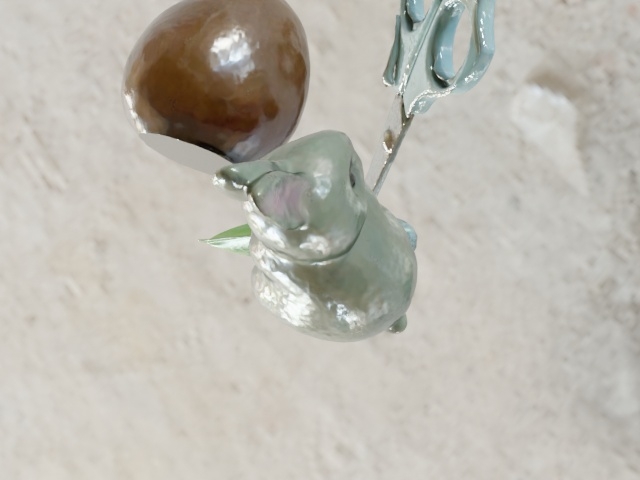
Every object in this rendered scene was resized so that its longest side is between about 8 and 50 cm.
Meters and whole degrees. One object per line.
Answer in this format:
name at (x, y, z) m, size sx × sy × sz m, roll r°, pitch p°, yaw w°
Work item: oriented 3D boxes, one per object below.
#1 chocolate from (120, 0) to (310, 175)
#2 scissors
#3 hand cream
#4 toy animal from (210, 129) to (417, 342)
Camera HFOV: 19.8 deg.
chocolate at (-0.087, -0.143, 1.567) m, size 0.176 × 0.177 × 0.177 m, roll 13°, pitch 120°, yaw 24°
scissors at (0.070, -0.115, 1.645) m, size 0.029 × 0.191 × 0.360 m, roll 7°, pitch 128°, yaw -24°
hand cream at (0.000, 0.000, 1.449) m, size 0.095 × 0.175 × 0.046 m, roll -6°, pitch 86°, yaw 47°
toy animal at (0.002, -0.014, 1.205) m, size 0.138 × 0.108 × 0.236 m, roll 36°, pitch 164°, yaw 15°
